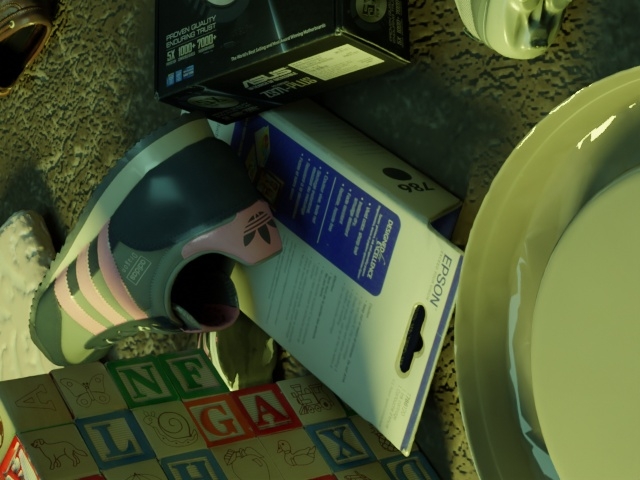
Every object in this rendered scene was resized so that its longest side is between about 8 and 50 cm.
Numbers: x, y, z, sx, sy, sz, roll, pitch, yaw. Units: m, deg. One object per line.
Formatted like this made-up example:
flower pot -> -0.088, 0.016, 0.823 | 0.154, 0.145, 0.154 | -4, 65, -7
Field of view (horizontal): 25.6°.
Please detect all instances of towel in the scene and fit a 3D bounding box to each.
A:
towel -> -0.303, 0.187, 1.450 | 0.317, 0.053, 0.332 | -47, 61, 44

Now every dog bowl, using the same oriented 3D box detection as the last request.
dog bowl -> 0.231, 0.074, 0.765 | 0.348, 0.102, 0.349 | 11, 105, 49

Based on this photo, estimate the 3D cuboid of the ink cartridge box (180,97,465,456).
ink cartridge box -> 0.000, 0.000, 1.055 | 0.332, 0.065, 0.165 | 40, 124, 40

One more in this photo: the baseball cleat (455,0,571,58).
baseball cleat -> 0.122, -0.220, 0.872 | 0.109, 0.072, 0.206 | 36, 118, 48

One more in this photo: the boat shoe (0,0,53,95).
boat shoe -> -0.328, -0.182, 1.404 | 0.207, 0.073, 0.073 | -45, 61, 44

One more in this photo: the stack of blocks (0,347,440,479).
stack of blocks -> -0.077, 0.167, 0.990 | 0.171, 0.297, 0.087 | 55, 132, 31

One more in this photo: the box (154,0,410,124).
box -> -0.031, -0.179, 1.002 | 0.180, 0.077, 0.147 | -13, 70, 39

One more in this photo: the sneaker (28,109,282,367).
sneaker -> -0.134, 0.041, 1.096 | 0.131, 0.112, 0.319 | 50, 142, 10

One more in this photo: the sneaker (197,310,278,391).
sneaker -> -0.068, 0.141, 1.167 | 0.077, 0.072, 0.178 | -8, 82, 62
